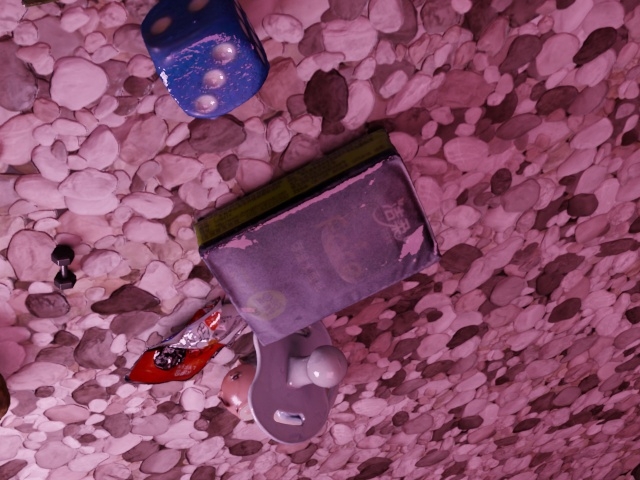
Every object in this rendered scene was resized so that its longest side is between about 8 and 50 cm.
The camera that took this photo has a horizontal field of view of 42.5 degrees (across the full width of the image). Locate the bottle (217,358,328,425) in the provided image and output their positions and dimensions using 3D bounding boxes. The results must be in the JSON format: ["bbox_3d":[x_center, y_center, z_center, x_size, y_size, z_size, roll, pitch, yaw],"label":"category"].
[{"bbox_3d":[-0.113,0.336,1.803,0.236,0.147,0.147,16,123,-33],"label":"bottle"}]

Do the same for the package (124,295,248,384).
[{"bbox_3d":[-0.254,0.204,1.670,0.269,0.071,0.194,-40,142,24],"label":"package"}]

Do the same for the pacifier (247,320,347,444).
[{"bbox_3d":[-0.022,0.268,1.666,0.238,0.287,0.226,20,157,-30],"label":"pacifier"}]

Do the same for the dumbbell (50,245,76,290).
[{"bbox_3d":[-0.449,0.049,1.441,0.040,0.036,0.083,-9,135,-20],"label":"dumbbell"}]

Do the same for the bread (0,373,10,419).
[{"bbox_3d":[-0.687,0.282,1.493,0.230,0.123,0.230,-15,142,-12],"label":"bread"}]

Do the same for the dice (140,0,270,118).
[{"bbox_3d":[-0.166,-0.274,1.184,0.146,0.143,0.146,-28,138,7],"label":"dice"}]

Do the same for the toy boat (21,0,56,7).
[{"bbox_3d":[-0.266,-0.389,1.087,0.293,0.055,0.093,-20,136,-5],"label":"toy boat"}]

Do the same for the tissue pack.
[{"bbox_3d":[0.000,0.000,1.533,0.394,0.124,0.288,-27,130,1],"label":"tissue pack"}]
